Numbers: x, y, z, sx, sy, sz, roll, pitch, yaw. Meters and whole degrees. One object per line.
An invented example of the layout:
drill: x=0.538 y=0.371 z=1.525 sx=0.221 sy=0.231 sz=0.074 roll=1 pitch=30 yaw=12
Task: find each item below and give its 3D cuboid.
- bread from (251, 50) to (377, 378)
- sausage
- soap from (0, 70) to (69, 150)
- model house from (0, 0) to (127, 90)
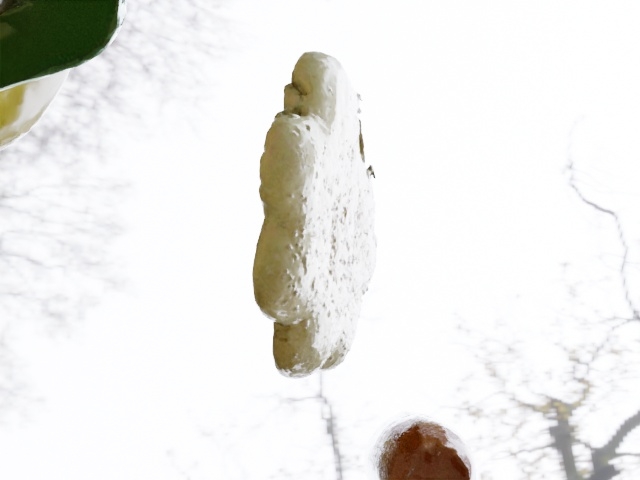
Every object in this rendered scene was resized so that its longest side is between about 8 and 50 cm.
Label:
bread: x=0.000 y=0.000 z=1.049 sx=0.039 sy=0.251 sz=0.182 roll=5 pitch=-130 yaw=15
sausage: x=0.070 y=0.166 z=1.096 sx=0.076 sy=0.197 sz=0.076 roll=0 pitch=-94 yaw=-2
soap: x=-0.358 y=-0.211 z=1.045 sx=0.115 sy=0.427 sz=0.306 roll=-6 pitch=-104 yaw=51
model house: x=-0.182 y=-0.244 z=0.507 sx=0.242 sy=0.313 sz=0.358 roll=-15 pitch=-67 yaw=19
